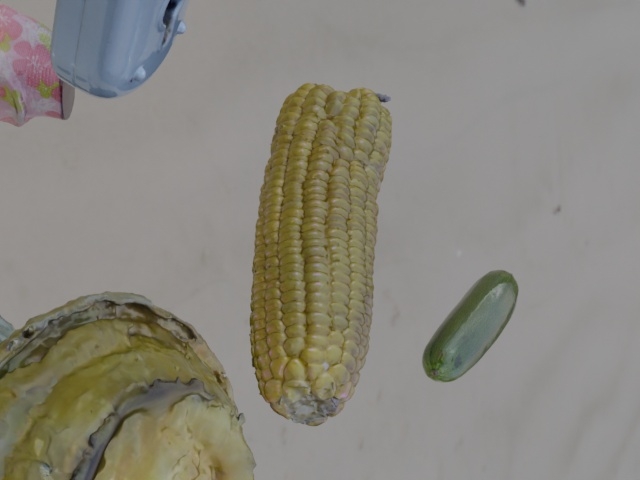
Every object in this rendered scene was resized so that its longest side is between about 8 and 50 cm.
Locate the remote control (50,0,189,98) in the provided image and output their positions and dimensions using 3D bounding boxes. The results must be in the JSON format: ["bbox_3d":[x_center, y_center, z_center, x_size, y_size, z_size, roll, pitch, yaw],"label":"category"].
[{"bbox_3d":[-0.068,-0.154,0.454,0.244,0.047,0.087,115,0,-49],"label":"remote control"}]

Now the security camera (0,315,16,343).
[{"bbox_3d":[-0.391,0.073,1.074,0.157,0.301,0.080,44,72,-41],"label":"security camera"}]

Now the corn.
[{"bbox_3d":[0.000,0.000,0.804,0.101,0.101,0.292,57,30,-48],"label":"corn"}]

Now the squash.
[{"bbox_3d":[0.196,0.094,1.349,0.252,0.066,0.066,-44,132,-48],"label":"squash"}]

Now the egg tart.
[{"bbox_3d":[-0.166,0.218,0.930,0.345,0.132,0.345,-1,91,-48],"label":"egg tart"}]

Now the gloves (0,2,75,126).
[{"bbox_3d":[-0.411,-0.212,1.279,0.145,0.241,0.126,104,-6,-66],"label":"gloves"}]
